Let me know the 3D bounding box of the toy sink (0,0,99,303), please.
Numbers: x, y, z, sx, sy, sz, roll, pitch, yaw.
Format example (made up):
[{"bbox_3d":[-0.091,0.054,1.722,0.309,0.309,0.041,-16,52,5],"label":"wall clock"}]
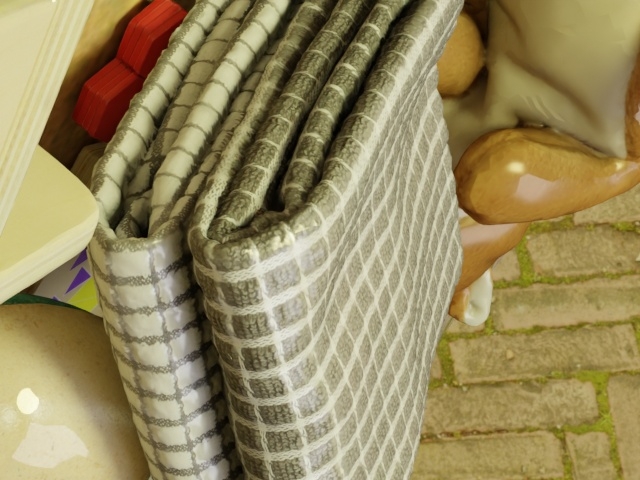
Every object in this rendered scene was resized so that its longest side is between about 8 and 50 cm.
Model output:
[{"bbox_3d":[-0.155,-0.047,0.391,0.234,0.153,0.131,-35,160,-52],"label":"toy sink"}]

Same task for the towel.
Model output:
[{"bbox_3d":[0.000,0.000,0.824,0.284,0.121,0.235,-65,152,-44],"label":"towel"}]

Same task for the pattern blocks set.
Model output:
[{"bbox_3d":[-0.129,0.006,0.946,0.325,0.026,0.285,-53,164,12],"label":"pattern blocks set"}]

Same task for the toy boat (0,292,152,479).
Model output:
[{"bbox_3d":[-0.167,0.144,0.881,0.267,0.148,0.318,-47,144,12],"label":"toy boat"}]

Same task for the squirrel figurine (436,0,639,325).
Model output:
[{"bbox_3d":[0.174,-0.106,1.232,0.397,0.281,0.370,-32,163,-53],"label":"squirrel figurine"}]
